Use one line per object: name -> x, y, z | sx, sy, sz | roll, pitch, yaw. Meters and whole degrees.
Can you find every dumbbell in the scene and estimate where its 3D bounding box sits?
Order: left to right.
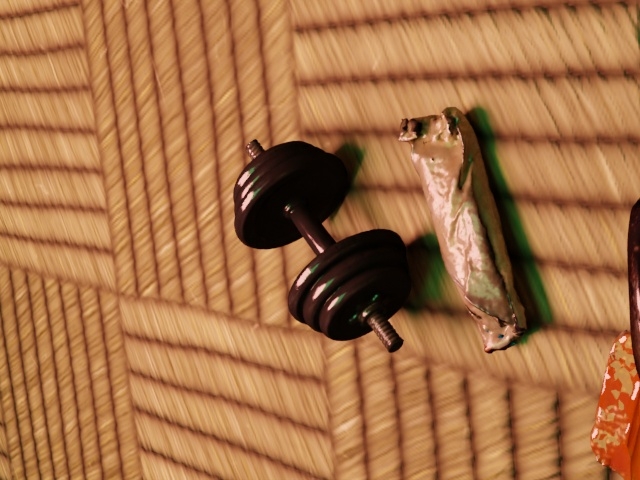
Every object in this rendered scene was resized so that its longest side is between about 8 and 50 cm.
dumbbell -> 0.000, 0.000, 0.944 | 0.208, 0.099, 0.099 | 54, 137, 28

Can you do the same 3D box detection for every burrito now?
burrito -> 0.100, -0.008, 0.864 | 0.051, 0.042, 0.171 | -23, 80, 49

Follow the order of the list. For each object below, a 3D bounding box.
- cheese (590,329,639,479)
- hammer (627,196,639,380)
cheese -> 0.279, 0.134, 0.611 | 0.329, 0.129, 0.217 | 20, 113, 35
hammer -> 0.251, 0.158, 0.483 | 0.242, 0.095, 0.409 | -4, 67, 13
